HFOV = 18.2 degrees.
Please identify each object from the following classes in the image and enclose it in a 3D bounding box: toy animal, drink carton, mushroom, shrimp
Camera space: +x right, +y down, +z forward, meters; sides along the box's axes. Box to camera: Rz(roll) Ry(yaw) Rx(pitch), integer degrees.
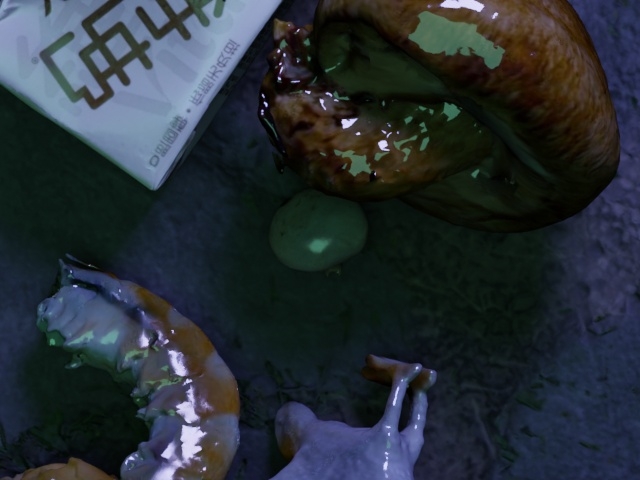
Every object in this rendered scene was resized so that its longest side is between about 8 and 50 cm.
[{"bbox_3d":[0.050,0.223,1.603,0.284,0.225,0.302,-1,64,35],"label":"toy animal"},{"bbox_3d":[-0.117,-0.229,1.628,0.194,0.132,0.324,35,99,0],"label":"drink carton"},{"bbox_3d":[0.091,-0.122,1.577,0.283,0.263,0.195,1,64,-4],"label":"mushroom"},{"bbox_3d":[0.000,0.000,1.682,0.085,0.085,0.079,-6,137,4],"label":"mushroom"},{"bbox_3d":[-0.159,0.156,1.646,0.185,0.068,0.287,7,63,-1],"label":"shrimp"}]

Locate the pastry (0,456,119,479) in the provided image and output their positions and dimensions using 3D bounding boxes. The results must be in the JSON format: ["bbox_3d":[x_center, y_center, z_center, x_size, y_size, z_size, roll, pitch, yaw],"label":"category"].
[{"bbox_3d":[-0.260,0.323,1.683,0.310,0.162,0.255,-11,85,-5],"label":"pastry"}]
